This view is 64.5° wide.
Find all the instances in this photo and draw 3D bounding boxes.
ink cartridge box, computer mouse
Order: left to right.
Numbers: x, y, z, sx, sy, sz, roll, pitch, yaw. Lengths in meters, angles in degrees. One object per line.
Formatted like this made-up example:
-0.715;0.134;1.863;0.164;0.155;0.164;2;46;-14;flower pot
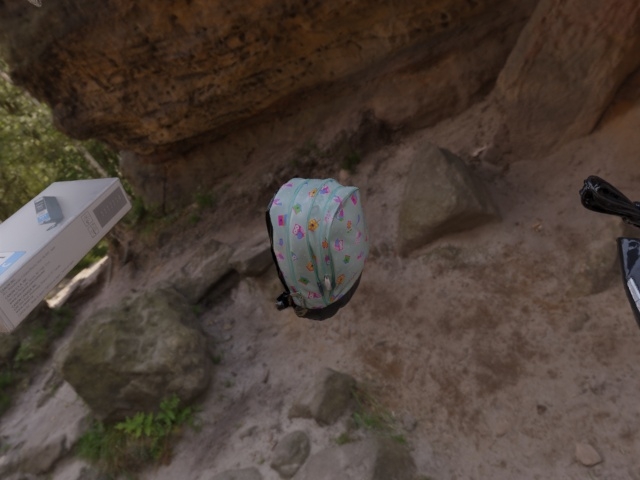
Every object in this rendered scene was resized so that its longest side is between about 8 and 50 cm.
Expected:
-0.476;0.011;0.769;0.261;0.066;0.296;-3;35;18;ink cartridge box
0.352;0.057;0.495;0.060;0.184;0.262;-53;31;36;computer mouse

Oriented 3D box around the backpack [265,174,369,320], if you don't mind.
0.000;0.000;0.673;0.115;0.182;0.152;5;42;21;backpack

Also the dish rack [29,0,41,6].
-0.488;-0.466;0.616;0.072;0.332;0.285;-49;-17;-12;dish rack
